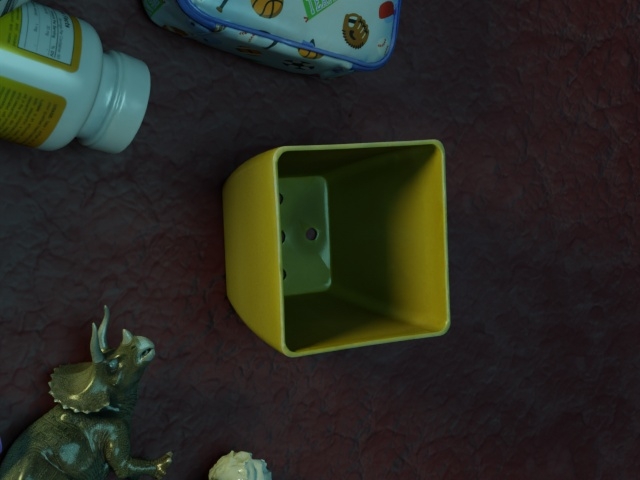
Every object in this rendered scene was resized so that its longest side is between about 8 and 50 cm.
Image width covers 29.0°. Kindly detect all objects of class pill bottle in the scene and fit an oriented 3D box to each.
[{"bbox_3d":[-0.296,-0.165,1.195,0.246,0.136,0.136,17,84,-32],"label":"pill bottle"}]

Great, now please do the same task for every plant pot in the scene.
[{"bbox_3d":[0.000,0.000,1.359,0.212,0.187,0.212,-5,96,-31],"label":"plant pot"}]

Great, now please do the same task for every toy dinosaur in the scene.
[{"bbox_3d":[-0.261,0.237,1.272,0.160,0.121,0.313,39,77,-15],"label":"toy dinosaur"}]

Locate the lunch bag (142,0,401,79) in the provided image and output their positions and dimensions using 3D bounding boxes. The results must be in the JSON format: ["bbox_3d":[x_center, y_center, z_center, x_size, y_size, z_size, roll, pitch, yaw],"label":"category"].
[{"bbox_3d":[-0.046,-0.320,1.358,0.303,0.115,0.243,14,83,-33],"label":"lunch bag"}]

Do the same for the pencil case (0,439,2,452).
[{"bbox_3d":[-0.405,0.203,1.176,0.206,0.086,0.088,-25,140,-30],"label":"pencil case"}]

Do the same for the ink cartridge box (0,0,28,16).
[{"bbox_3d":[-0.323,-0.301,1.086,0.197,0.114,0.273,40,43,3],"label":"ink cartridge box"}]

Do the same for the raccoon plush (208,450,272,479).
[{"bbox_3d":[-0.248,0.406,1.280,0.299,0.216,0.446,22,51,-17],"label":"raccoon plush"}]
